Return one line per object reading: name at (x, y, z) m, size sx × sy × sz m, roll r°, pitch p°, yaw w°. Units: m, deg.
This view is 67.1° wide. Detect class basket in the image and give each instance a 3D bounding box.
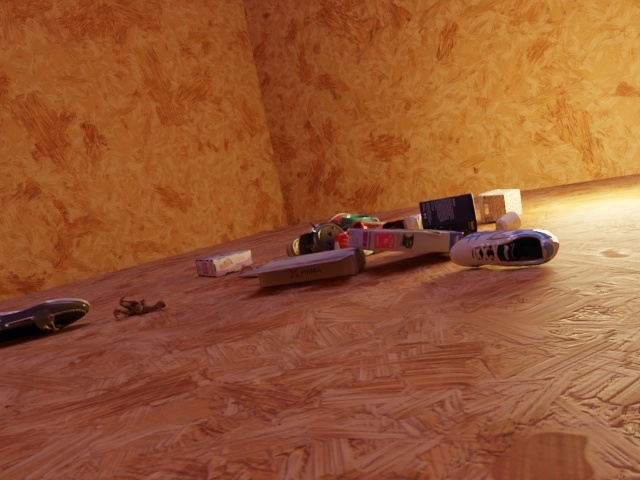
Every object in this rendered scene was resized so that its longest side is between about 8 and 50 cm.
basket at (0.693, -0.136, 1.853) m, size 0.103 × 0.113 × 0.167 m, roll -3°, pitch 10°, yaw 43°

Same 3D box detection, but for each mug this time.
mug at (0.589, -0.047, 1.529) m, size 0.064 × 0.078 × 0.062 m, roll -23°, pitch 42°, yaw -21°
mug at (0.171, -0.060, 2.163) m, size 0.158 × 0.097 × 0.129 m, roll 6°, pitch 12°, yaw 35°

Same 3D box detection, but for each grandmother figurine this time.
grandmother figurine at (0.263, -0.044, 1.876) m, size 0.342 × 0.104 × 0.208 m, roll -10°, pitch 14°, yaw 42°

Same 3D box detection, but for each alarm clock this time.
alarm clock at (0.046, 0.007, 1.671) m, size 0.192 × 0.129 × 0.064 m, roll 20°, pitch -32°, yaw -18°

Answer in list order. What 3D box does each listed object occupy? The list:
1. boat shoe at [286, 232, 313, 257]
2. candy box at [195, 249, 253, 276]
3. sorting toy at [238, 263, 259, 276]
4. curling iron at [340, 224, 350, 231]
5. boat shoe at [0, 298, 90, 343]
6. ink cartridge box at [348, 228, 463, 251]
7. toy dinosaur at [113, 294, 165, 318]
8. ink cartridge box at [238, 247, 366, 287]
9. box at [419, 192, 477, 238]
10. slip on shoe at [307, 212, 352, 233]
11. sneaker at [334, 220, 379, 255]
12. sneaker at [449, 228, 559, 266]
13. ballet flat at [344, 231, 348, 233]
boat shoe at (-0.043, 0.029, 1.746) m, size 0.098 × 0.109 × 0.302 m, roll -18°, pitch -1°, yaw 30°
candy box at (-0.388, 0.092, 1.938) m, size 0.165 × 0.070 × 0.196 m, roll -15°, pitch 6°, yaw -34°
sorting toy at (-0.229, 0.108, 1.675) m, size 0.083 × 0.045 × 0.075 m, roll -7°, pitch -12°, yaw 35°
curling iron at (0.000, 0.000, 2.009) m, size 0.274 × 0.035 × 0.068 m, roll -22°, pitch -6°, yaw 10°
boat shoe at (-0.813, 0.239, 1.329) m, size 0.335 × 0.095 × 0.112 m, roll -9°, pitch -31°, yaw -12°
ink cartridge box at (0.251, -0.001, 1.326) m, size 0.311 × 0.065 × 0.186 m, roll 3°, pitch 2°, yaw -13°
toy dinosaur at (-0.545, 0.193, 1.393) m, size 0.211 × 0.064 × 0.112 m, roll 2°, pitch -7°, yaw 27°
ink cartridge box at (-0.043, 0.083, 1.360) m, size 0.296 × 0.066 × 0.261 m, roll -10°, pitch 5°, yaw 18°
box at (0.396, -0.061, 1.486) m, size 0.158 × 0.093 × 0.156 m, roll -10°, pitch -24°, yaw 16°
slip on shoe at (0.072, -0.047, 2.251) m, size 0.101 × 0.123 × 0.331 m, roll 12°, pitch 21°, yaw 33°
sneaker at (0.155, -0.012, 1.646) m, size 0.107 × 0.118 × 0.279 m, roll -4°, pitch 9°, yaw 46°
sneaker at (0.389, 0.019, 1.054) m, size 0.237 × 0.085 × 0.086 m, roll -8°, pitch 2°, yaw 40°
ballet flat at (0.080, 0.001, 1.781) m, size 0.077 × 0.091 × 0.241 m, roll -13°, pitch 3°, yaw 31°
